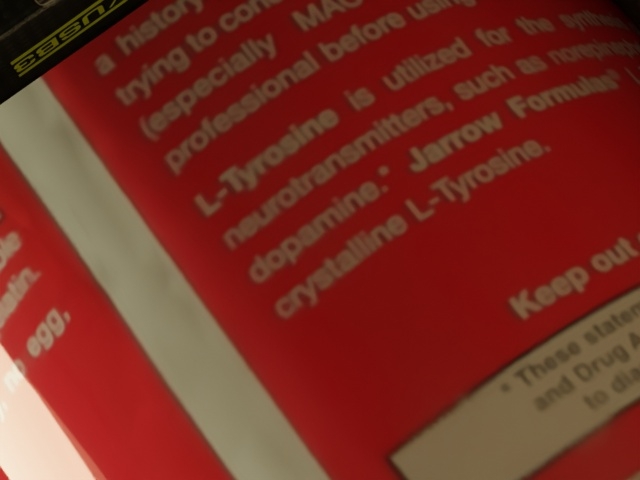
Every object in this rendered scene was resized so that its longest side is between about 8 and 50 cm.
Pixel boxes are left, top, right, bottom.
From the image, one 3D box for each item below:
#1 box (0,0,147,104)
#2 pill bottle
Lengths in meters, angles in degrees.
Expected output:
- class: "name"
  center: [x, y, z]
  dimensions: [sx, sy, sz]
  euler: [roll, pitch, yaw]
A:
- class: "box"
  center: [-0.070, -0.144, 0.420]
  dimensions: [0.190, 0.184, 0.045]
  euler: [53, 173, 8]
- class: "pill bottle"
  center: [-0.016, -0.009, 0.570]
  dimensions: [0.407, 0.229, 0.229]
  euler: [53, 175, 23]
